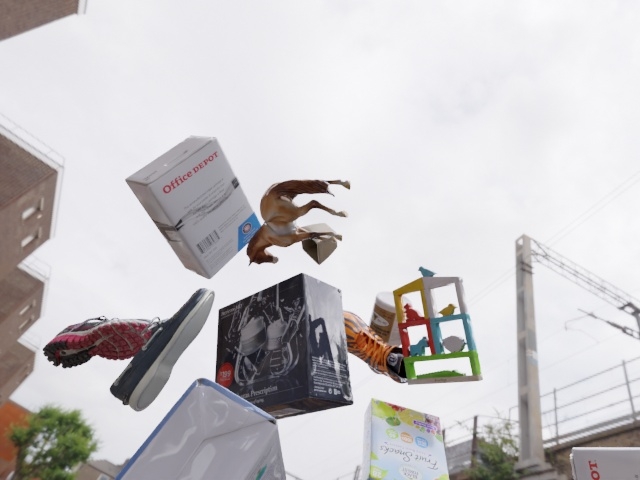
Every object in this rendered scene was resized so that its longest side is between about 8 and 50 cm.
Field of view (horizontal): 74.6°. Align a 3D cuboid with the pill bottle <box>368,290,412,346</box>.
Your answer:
[{"bbox_3d":[0.233,0.306,1.471,0.131,0.131,0.229,14,-72,12],"label":"pill bottle"}]

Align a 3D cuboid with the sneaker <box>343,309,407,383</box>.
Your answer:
[{"bbox_3d":[0.160,0.308,1.224,0.321,0.124,0.180,37,-17,-24],"label":"sneaker"}]

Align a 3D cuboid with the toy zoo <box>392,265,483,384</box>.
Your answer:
[{"bbox_3d":[0.286,0.209,1.067,0.192,0.293,0.030,-20,-20,38],"label":"toy zoo"}]

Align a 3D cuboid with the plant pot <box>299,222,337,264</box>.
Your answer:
[{"bbox_3d":[0.000,0.000,1.471,0.109,0.096,0.109,42,-30,39],"label":"plant pot"}]

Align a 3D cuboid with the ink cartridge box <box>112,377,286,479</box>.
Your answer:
[{"bbox_3d":[-0.187,0.436,0.667,0.151,0.270,0.395,24,-38,21],"label":"ink cartridge box"}]

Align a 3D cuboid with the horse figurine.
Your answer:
[{"bbox_3d":[-0.043,-0.037,0.717,0.175,0.066,0.263,1,-28,-6],"label":"horse figurine"}]

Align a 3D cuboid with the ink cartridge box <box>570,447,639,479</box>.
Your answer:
[{"bbox_3d":[0.560,0.431,0.630,0.278,0.201,0.117,-20,-45,35],"label":"ink cartridge box"}]

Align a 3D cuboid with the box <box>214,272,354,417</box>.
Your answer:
[{"bbox_3d":[-0.111,0.302,1.138,0.343,0.312,0.179,-26,-37,31],"label":"box"}]

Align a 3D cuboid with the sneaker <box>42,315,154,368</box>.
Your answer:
[{"bbox_3d":[-0.577,0.247,1.120,0.299,0.112,0.120,-9,-62,6],"label":"sneaker"}]

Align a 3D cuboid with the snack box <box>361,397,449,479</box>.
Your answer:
[{"bbox_3d":[0.184,0.471,0.932,0.175,0.207,0.070,16,-61,-1],"label":"snack box"}]

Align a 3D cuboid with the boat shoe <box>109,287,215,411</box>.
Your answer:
[{"bbox_3d":[-0.297,0.193,0.806,0.079,0.254,0.095,25,-19,15],"label":"boat shoe"}]

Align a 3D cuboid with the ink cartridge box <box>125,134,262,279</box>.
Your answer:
[{"bbox_3d":[-0.409,-0.115,1.424,0.166,0.285,0.394,15,-41,39],"label":"ink cartridge box"}]
